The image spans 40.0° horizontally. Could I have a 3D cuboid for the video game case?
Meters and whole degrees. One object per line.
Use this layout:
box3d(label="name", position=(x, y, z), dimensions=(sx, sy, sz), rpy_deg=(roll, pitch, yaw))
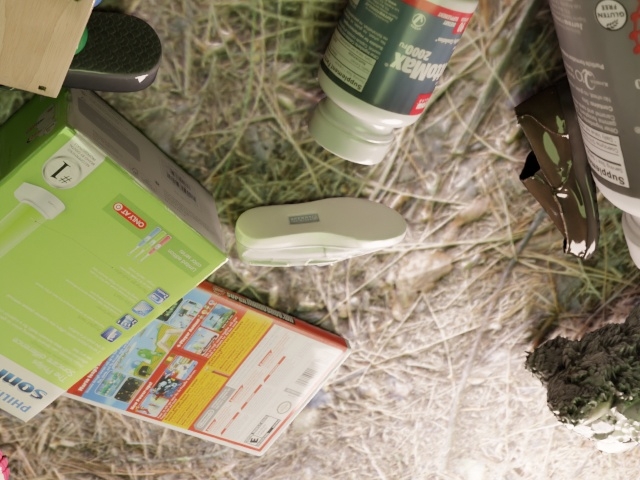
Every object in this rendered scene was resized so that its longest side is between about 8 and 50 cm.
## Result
box3d(label="video game case", position=(-0.132, 0.148, 1.039), dimensions=(0.285, 0.025, 0.204), rpy_deg=(25, 115, -30))

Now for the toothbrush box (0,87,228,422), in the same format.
box3d(label="toothbrush box", position=(-0.265, 0.013, 0.843), dimensions=(0.283, 0.122, 0.206), rpy_deg=(-39, 126, 12))

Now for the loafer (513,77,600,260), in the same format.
box3d(label="loafer", position=(0.260, -0.074, 0.971), dimensions=(0.078, 0.080, 0.220), rpy_deg=(-8, 120, 18))

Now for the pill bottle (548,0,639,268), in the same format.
box3d(label="pill bottle", position=(0.344, -0.148, 0.818), dimensions=(0.210, 0.210, 0.362), rpy_deg=(-24, 119, 1))

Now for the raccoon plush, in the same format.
box3d(label="raccoon plush", position=(0.435, 0.066, 1.097), dimensions=(0.299, 0.216, 0.446), rpy_deg=(7, 94, -5))

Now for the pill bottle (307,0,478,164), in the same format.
box3d(label="pill bottle", position=(0.060, -0.167, 0.816), dimensions=(0.108, 0.108, 0.180), rpy_deg=(12, 121, -24))

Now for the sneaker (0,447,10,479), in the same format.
box3d(label="sneaker", position=(-0.452, 0.232, 0.953), dimensions=(0.121, 0.112, 0.299), rpy_deg=(-33, 126, 9))

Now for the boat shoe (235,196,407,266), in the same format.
box3d(label="boat shoe", position=(0.000, 0.000, 0.950), dimensions=(0.184, 0.066, 0.063), rpy_deg=(-7, 140, -14))

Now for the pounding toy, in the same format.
box3d(label="pounding toy", position=(-0.198, -0.244, 0.654), dimensions=(0.094, 0.181, 0.206), rpy_deg=(13, 147, -24))

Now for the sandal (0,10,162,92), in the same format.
box3d(label="sandal", position=(-0.265, -0.160, 0.743), dimensions=(0.255, 0.097, 0.054), rpy_deg=(8, 149, -20))
